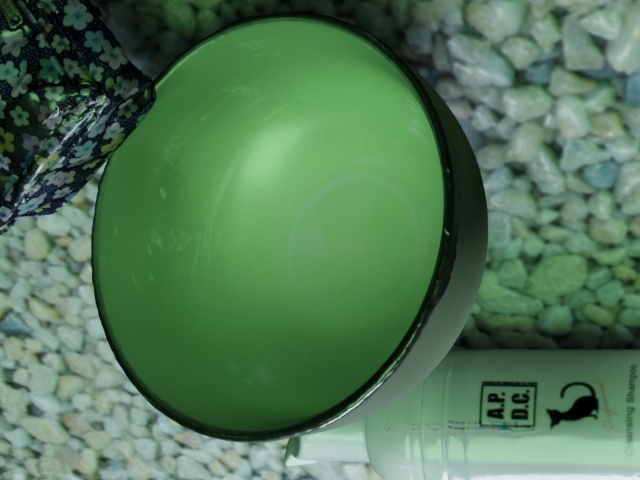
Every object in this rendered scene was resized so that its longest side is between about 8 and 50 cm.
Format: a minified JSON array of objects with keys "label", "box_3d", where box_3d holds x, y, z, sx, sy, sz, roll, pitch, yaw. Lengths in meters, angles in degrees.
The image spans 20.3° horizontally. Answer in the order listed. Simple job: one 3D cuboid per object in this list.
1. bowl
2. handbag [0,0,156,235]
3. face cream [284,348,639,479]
[{"label":"bowl","box_3d":[0.000,0.000,1.495,0.353,0.354,0.185,-25,158,28]},{"label":"handbag","box_3d":[-0.252,-0.143,1.504,0.229,0.126,0.208,-45,70,38]},{"label":"face cream","box_3d":[0.135,0.172,1.644,0.369,0.145,0.145,-2,124,14]}]
